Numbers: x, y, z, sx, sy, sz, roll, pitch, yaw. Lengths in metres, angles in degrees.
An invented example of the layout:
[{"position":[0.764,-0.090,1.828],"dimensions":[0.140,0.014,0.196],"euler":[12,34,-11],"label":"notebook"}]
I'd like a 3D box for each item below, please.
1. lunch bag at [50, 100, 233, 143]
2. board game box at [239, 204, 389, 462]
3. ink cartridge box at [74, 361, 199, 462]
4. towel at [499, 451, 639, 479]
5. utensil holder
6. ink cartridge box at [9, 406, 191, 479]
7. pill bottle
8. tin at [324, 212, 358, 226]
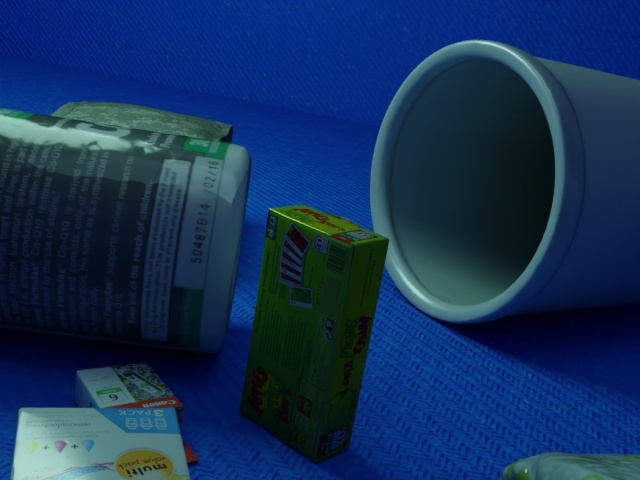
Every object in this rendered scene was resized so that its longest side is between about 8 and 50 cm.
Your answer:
[{"position":[-0.248,-0.089,1.048],"dimensions":[0.235,0.169,0.287],"euler":[9,12,-2],"label":"lunch bag"},{"position":[-0.008,0.072,0.625],"dimensions":[0.092,0.181,0.043],"euler":[23,22,38],"label":"board game box"},{"position":[-0.144,0.135,0.610],"dimensions":[0.063,0.029,0.115],"euler":[-2,20,-34],"label":"ink cartridge box"},{"position":[0.310,0.185,0.417],"dimensions":[0.320,0.090,0.374],"euler":[7,-3,-7],"label":"towel"},{"position":[0.313,-0.064,1.012],"dimensions":[0.385,0.328,0.327],"euler":[1,19,-33],"label":"utensil holder"},{"position":[-0.127,0.168,0.455],"dimensions":[0.104,0.062,0.181],"euler":[3,18,-19],"label":"ink cartridge box"},{"position":[-0.255,-0.015,0.736],"dimensions":[0.361,0.204,0.204],"euler":[8,17,-5],"label":"pill bottle"},{"position":[0.000,0.000,1.117],"dimensions":[0.106,0.040,0.190],"euler":[7,17,4],"label":"tin"}]
